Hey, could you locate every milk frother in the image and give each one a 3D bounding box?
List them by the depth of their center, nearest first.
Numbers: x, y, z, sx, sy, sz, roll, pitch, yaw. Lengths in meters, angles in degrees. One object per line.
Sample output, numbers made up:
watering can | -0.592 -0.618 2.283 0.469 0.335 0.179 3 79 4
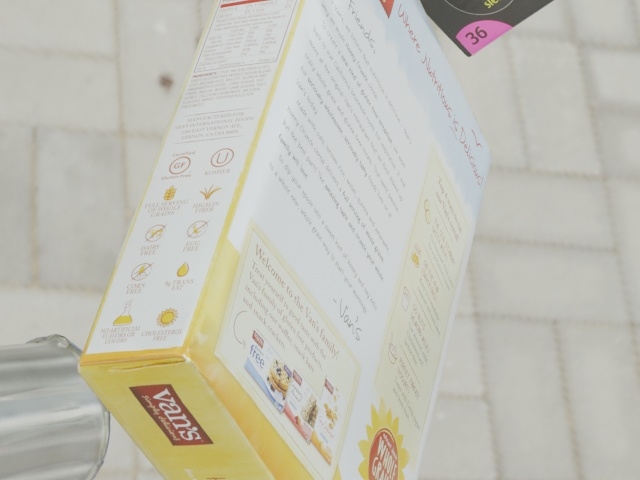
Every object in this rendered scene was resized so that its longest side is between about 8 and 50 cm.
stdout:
milk frother | -0.204 0.097 0.857 0.143 0.129 0.135 32 19 32

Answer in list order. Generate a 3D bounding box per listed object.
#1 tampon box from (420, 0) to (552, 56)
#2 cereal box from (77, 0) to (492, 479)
tampon box | 0.104 -0.197 0.910 0.101 0.120 0.161 43 40 -17
cereal box | 0.000 0.000 0.661 0.047 0.173 0.240 -6 47 26
